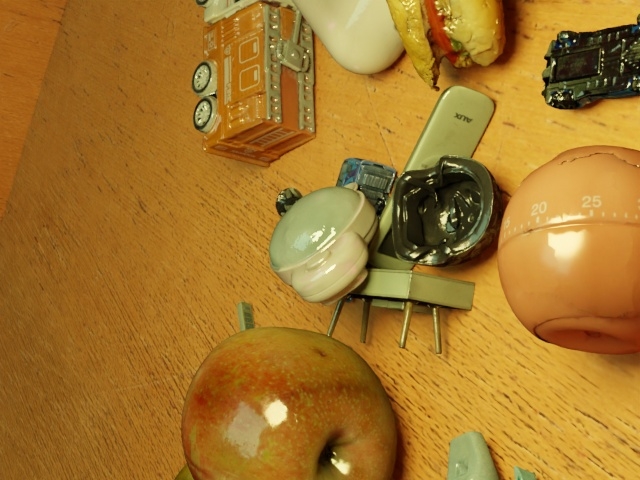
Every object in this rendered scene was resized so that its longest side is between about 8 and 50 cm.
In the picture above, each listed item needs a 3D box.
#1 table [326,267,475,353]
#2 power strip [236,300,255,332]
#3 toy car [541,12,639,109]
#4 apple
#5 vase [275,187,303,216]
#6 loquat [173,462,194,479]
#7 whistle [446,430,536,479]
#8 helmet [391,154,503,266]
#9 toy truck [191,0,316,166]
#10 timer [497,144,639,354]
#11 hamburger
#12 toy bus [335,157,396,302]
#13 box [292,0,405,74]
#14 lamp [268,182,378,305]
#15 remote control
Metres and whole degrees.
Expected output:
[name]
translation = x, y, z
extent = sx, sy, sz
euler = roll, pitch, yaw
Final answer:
[table]
translation = 0.099, 0.102, 1.638
extent = 0.240, 0.122, 0.111
euler = 1, 81, 57
[power strip]
translation = -0.139, 0.147, 2.060
extent = 0.017, 0.027, 0.083
euler = -41, 48, 38
[toy car]
translation = 0.372, -0.222, 1.389
extent = 0.216, 0.063, 0.103
euler = -3, 78, 50
[apple]
translation = -0.038, 0.284, 1.614
extent = 0.277, 0.319, 0.319
euler = -2, 78, 50
[vase]
translation = -0.016, -0.045, 1.911
extent = 0.167, 0.059, 0.059
euler = 30, 105, 55
[loquat]
translation = -0.204, 0.470, 1.953
extent = 0.152, 0.152, 0.195
euler = -36, 60, 45
[whistle]
translation = 0.206, 0.384, 1.425
extent = 0.186, 0.093, 0.273
euler = -38, 47, 47
[helmet]
translation = 0.190, -0.032, 1.565
extent = 0.177, 0.107, 0.153
euler = -14, 64, 33
[toy truck]
translation = -0.113, -0.352, 2.057
extent = 0.207, 0.173, 0.387
euler = -18, 68, 46
[timer]
translation = 0.318, 0.012, 1.249
extent = 0.230, 0.230, 0.214
euler = -14, 59, 54
[hamburger]
translation = 0.179, -0.349, 1.575
extent = 0.163, 0.244, 0.244
euler = -21, 55, 9
[toy bus]
translation = 0.044, -0.021, 1.796
extent = 0.094, 0.079, 0.236
euler = 31, 106, 56
[box]
translation = 0.073, -0.460, 1.835
extent = 0.288, 0.141, 0.349
euler = -59, 38, 28
[lamp]
translation = -0.002, -0.001, 1.634
extent = 0.179, 0.108, 0.246
euler = -39, 24, 14
[remote control]
translation = 0.158, -0.089, 1.643
extent = 0.309, 0.090, 0.038
euler = -64, 25, 19
